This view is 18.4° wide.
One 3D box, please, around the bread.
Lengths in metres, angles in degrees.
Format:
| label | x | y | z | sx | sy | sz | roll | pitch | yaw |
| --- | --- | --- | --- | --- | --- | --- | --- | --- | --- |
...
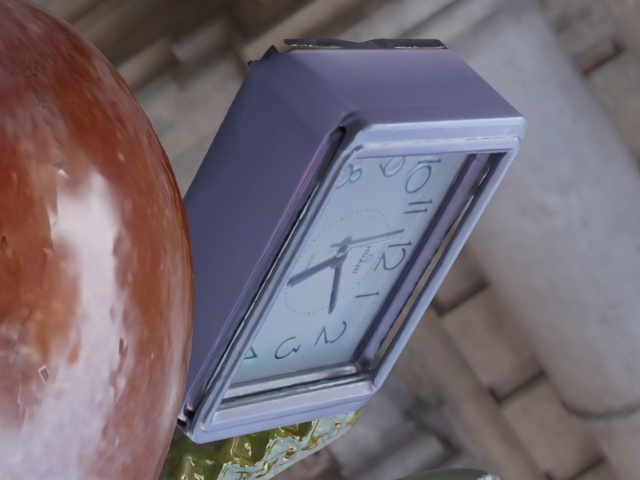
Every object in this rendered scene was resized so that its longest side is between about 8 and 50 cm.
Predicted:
| label | x | y | z | sx | sy | sz | roll | pitch | yaw |
| --- | --- | --- | --- | --- | --- | --- | --- | --- | --- |
| bread | -0.073 | 0.172 | 1.701 | 0.269 | 0.087 | 0.098 | -28 | 159 | -23 |

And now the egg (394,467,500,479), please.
| label | x | y | z | sx | sy | sz | roll | pitch | yaw |
| --- | --- | --- | --- | --- | --- | --- | --- | --- | --- |
| egg | 0.061 | 0.247 | 1.273 | 0.217 | 0.183 | 0.183 | -66 | -158 | 6 |

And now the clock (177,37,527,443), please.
| label | x | y | z | sx | sy | sz | roll | pitch | yaw |
| --- | --- | --- | --- | --- | --- | --- | --- | --- | --- |
| clock | 0.000 | 0.000 | 0.963 | 0.145 | 0.073 | 0.193 | -7 | 133 | -49 |

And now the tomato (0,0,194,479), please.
| label | x | y | z | sx | sy | sz | roll | pitch | yaw |
| --- | --- | --- | --- | --- | --- | --- | --- | --- | --- |
| tomato | -0.171 | 0.036 | 0.542 | 0.270 | 0.227 | 0.270 | -2 | -175 | 0 |
